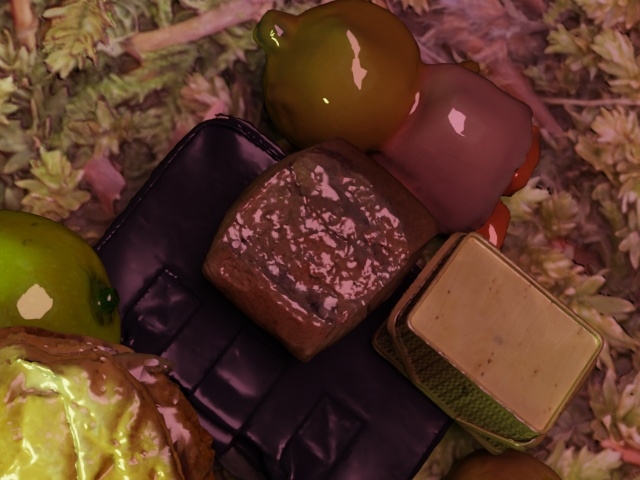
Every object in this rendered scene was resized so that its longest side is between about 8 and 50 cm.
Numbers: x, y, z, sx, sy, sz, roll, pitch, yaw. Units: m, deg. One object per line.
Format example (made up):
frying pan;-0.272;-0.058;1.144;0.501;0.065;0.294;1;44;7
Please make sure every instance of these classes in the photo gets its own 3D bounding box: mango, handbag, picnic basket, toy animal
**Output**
mango;-0.305;0.109;1.477;0.343;0.156;0.192;-38;77;11
handbag;-0.049;0.090;1.611;0.326;0.118;0.269;39;62;-2
picnic basket;0.136;0.084;1.578;0.164;0.079;0.115;42;64;-4
toy animal;0.061;-0.107;1.664;0.281;0.169;0.195;30;63;-6

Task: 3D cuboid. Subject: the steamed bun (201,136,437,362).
steamed bun;0.000;0.000;1.541;0.145;0.106;0.175;45;65;-1

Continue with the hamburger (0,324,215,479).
hamburger;-0.213;0.187;1.344;0.283;0.144;0.259;0;99;3

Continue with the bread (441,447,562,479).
bread;0.141;0.287;1.590;0.158;0.156;0.260;31;70;-4
